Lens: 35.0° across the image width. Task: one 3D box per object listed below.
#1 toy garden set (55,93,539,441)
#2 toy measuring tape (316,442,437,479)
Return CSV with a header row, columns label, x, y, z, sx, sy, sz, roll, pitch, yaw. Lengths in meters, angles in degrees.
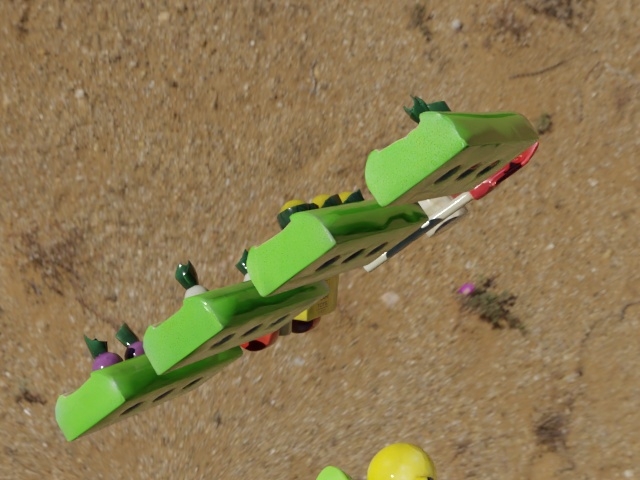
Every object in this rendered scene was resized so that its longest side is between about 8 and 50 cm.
label,x,y,z,sx,sy,sz,roll,pitch,yaw
toy garden set,0.000,0.000,0.522,0.244,0.204,0.049,-37,79,26
toy measuring tape,-0.003,0.266,0.552,0.121,0.121,0.330,27,73,0
